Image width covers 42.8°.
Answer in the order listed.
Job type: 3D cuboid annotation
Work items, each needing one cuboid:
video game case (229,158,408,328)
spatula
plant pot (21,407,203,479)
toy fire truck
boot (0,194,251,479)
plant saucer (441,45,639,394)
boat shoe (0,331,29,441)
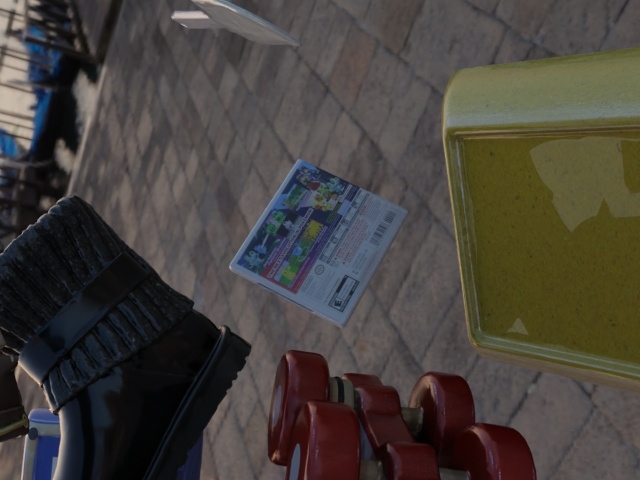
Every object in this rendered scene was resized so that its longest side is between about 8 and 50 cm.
[{"bbox_3d":[0.000,0.000,1.160,0.201,0.183,0.023,-59,-12,-22],"label":"video game case"},{"bbox_3d":[-0.113,-0.160,0.462,0.019,0.168,0.242,-63,24,5],"label":"spatula"},{"bbox_3d":[-0.335,0.369,1.280,0.212,0.235,0.236,33,-122,-70],"label":"plant pot"},{"bbox_3d":[0.037,0.241,0.673,0.302,0.169,0.254,-134,55,-78],"label":"toy fire truck"},{"bbox_3d":[-0.255,0.153,0.792,0.131,0.260,0.348,-29,26,55],"label":"boot"},{"bbox_3d":[0.239,-0.003,0.765,0.332,0.081,0.333,6,110,52],"label":"plant saucer"},{"bbox_3d":[-0.301,0.145,0.526,0.097,0.116,0.324,65,-165,-4],"label":"boat shoe"}]
